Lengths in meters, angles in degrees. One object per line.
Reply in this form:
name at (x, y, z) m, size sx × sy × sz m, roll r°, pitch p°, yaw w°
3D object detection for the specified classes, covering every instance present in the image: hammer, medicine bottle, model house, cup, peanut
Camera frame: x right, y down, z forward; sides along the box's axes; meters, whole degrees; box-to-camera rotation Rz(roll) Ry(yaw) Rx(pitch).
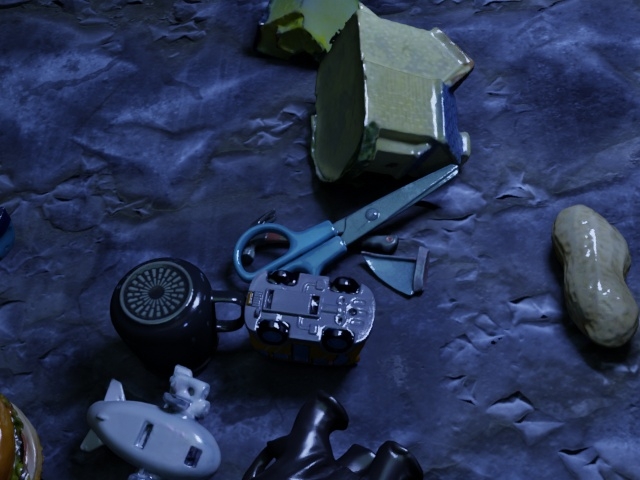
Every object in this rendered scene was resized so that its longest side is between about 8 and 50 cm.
hammer at (0.000, 0.000, 1.634) m, size 0.287 × 0.033 × 0.111 m, roll 4°, pitch 54°, yaw 11°
medicine bottle at (-0.702, -0.041, 1.719) m, size 0.258 × 0.124 × 0.079 m, roll 19°, pitch 61°, yaw 24°
model house at (-0.047, -0.484, 1.971) m, size 0.211 × 0.170 × 0.194 m, roll -5°, pitch 54°, yaw 41°
cup at (-0.229, 0.133, 1.477) m, size 0.223 × 0.177 × 0.169 m, roll -2°, pitch 50°, yaw 3°
model house at (0.144, -0.246, 1.707) m, size 0.266 × 0.261 × 0.321 m, roll 5°, pitch 68°, yaw -19°
peanut at (0.462, 0.059, 1.474) m, size 0.125 × 0.111 × 0.275 m, roll 4°, pitch 55°, yaw -8°

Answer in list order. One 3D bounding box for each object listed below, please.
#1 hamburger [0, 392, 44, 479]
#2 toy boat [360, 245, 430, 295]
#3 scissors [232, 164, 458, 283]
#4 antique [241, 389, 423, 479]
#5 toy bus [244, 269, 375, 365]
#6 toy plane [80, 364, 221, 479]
hamburger at (-0.563, 0.342, 1.338) m, size 0.290 × 0.225 × 0.291 m, roll -3°, pitch 60°, yaw 5°
toy boat at (0.130, 0.051, 1.576) m, size 0.122 × 0.034 × 0.096 m, roll 3°, pitch 66°, yaw 19°
scissors at (0.059, -0.024, 1.595) m, size 0.447 × 0.029 × 0.193 m, roll -30°, pitch 67°, yaw -5°
antique at (0.025, 0.402, 1.235) m, size 0.322 × 0.185 × 0.255 m, roll 32°, pitch 56°, yaw 29°
toy bus at (-0.018, 0.138, 1.461) m, size 0.209 × 0.136 × 0.126 m, roll 7°, pitch 53°, yaw 3°
toy plane at (-0.264, 0.311, 1.390) m, size 0.244 × 0.117 × 0.245 m, roll -4°, pitch 69°, yaw 11°
